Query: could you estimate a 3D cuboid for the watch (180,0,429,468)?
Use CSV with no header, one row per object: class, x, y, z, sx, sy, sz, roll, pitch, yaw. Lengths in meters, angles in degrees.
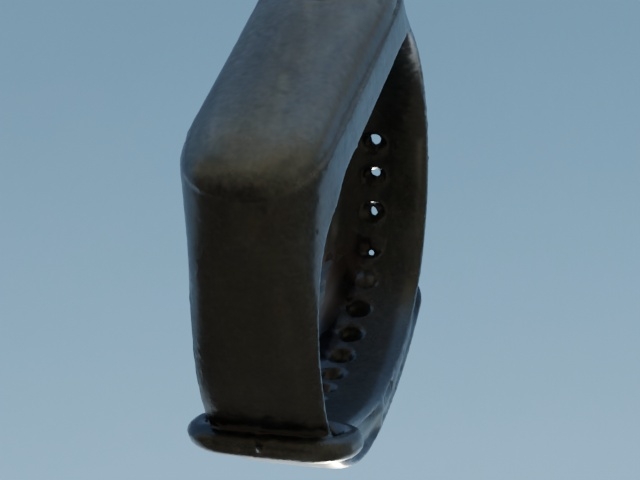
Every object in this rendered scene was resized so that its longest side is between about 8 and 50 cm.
watch,0.000,0.000,0.760,0.068,0.206,0.193,4,-45,15
